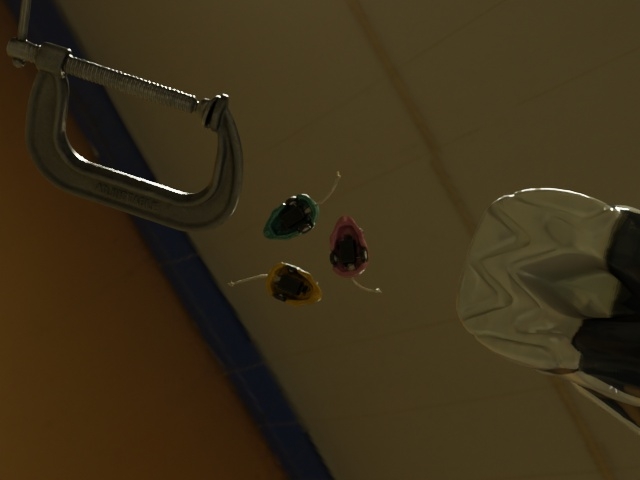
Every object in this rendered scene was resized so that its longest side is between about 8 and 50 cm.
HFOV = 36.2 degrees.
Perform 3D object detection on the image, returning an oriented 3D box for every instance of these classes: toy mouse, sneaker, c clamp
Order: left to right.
[{"bbox_3d":[-0.115,-0.074,0.578,0.160,0.022,0.137,23,-60,0],"label":"c clamp"},{"bbox_3d":[0.000,0.000,0.999,0.161,0.031,0.143,15,-93,23],"label":"toy mouse"},{"bbox_3d":[0.182,0.054,0.379,0.235,0.153,0.094,14,-94,40],"label":"sneaker"}]
